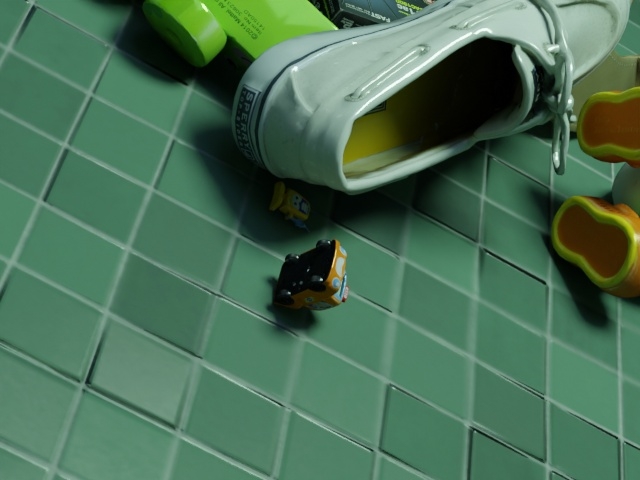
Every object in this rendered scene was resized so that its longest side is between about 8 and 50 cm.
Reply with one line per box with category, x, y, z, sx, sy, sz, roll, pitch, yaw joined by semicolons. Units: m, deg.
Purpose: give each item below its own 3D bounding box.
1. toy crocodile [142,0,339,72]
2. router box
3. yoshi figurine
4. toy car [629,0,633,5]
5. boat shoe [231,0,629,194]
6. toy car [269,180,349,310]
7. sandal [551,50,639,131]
toy crocodile;-0.119;-0.218;1.108;0.340;0.105;0.115;38;77;0
router box;0.049;-0.190;1.265;0.122;0.038;0.092;15;42;-29
yoshi figurine;0.376;-0.008;1.224;0.362;0.203;0.203;12;50;-34
toy car;0.251;-0.304;1.479;0.182;0.136;0.159;27;37;-15
boat shoe;0.126;-0.114;1.083;0.367;0.136;0.156;-19;34;-36
toy car;0.000;0.000;0.998;0.040;0.060;0.122;33;35;-28
sandal;0.230;-0.147;1.363;0.079;0.088;0.240;23;15;38
